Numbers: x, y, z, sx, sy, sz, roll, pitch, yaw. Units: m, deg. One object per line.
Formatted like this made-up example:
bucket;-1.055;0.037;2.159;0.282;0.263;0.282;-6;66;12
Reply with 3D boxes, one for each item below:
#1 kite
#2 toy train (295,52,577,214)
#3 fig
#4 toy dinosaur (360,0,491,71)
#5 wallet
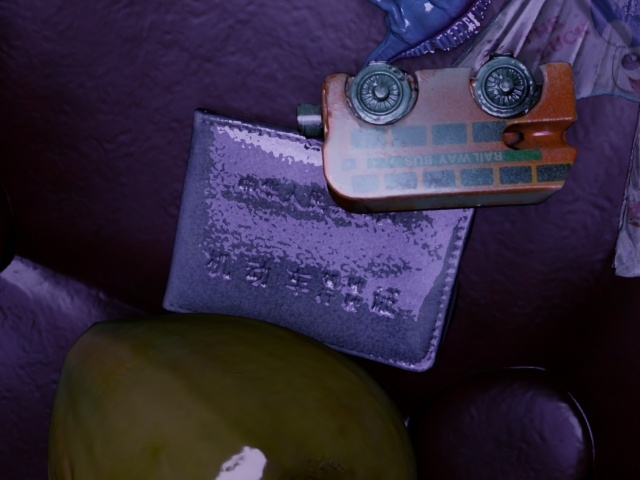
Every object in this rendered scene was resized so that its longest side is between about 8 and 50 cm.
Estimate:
kite;0.244;-0.123;0.627;0.335;0.011;0.314;1;105;5
toy train;0.079;-0.068;0.598;0.188;0.072;0.099;-4;87;0
fig;-0.072;0.156;0.625;0.271;0.239;0.239;45;105;16
toy dinosaur;0.073;-0.166;0.613;0.197;0.045;0.080;-38;112;20
wallet;0.000;0.001;0.667;0.222;0.036;0.167;13;106;1
